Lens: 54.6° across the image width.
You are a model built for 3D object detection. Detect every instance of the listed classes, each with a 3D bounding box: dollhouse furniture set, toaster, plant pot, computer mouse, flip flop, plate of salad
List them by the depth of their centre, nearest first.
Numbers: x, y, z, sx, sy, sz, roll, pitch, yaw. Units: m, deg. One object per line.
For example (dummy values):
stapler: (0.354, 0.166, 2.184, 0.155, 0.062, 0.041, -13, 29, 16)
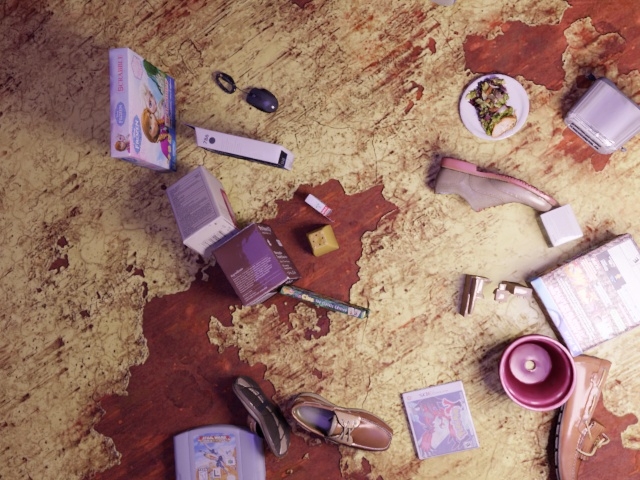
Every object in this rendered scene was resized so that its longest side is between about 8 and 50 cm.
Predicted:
plant pot: (0.593, 0.355, 1.727, 0.201, 0.180, 0.201, 0, 88, 11)
toaster: (0.793, -0.350, 1.741, 0.227, 0.129, 0.146, 44, 99, 9)
dollhouse furniture set: (0.502, 0.177, 1.787, 0.151, 0.144, 0.123, 9, 95, -3)
plate of salad: (0.516, -0.399, 1.841, 0.200, 0.048, 0.200, 0, 88, 12)
plant pot: (0.000, 0.000, 1.914, 0.081, 0.083, 0.081, -22, 84, 10)
flip flop: (-0.192, 0.550, 1.928, 0.080, 0.112, 0.277, -43, 79, 25)
computer mouse: (-0.241, -0.483, 2.005, 0.242, 0.041, 0.071, 28, 94, 12)

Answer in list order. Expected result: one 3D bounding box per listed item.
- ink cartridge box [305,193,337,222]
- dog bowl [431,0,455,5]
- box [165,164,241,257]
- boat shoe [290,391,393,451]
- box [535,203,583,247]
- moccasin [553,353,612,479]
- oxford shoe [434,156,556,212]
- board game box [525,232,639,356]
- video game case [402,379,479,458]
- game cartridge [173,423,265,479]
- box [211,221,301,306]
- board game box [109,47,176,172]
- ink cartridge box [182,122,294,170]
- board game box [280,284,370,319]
ink cartridge box: (0.010, -0.099, 1.926, 0.115, 0.063, 0.029, 37, 97, 10)
dog bowl: (0.309, -0.802, 1.789, 0.265, 0.265, 0.104, 36, 97, 11)
box: (-0.364, -0.090, 1.927, 0.148, 0.127, 0.232, -33, 55, 10)
boat shoe: (0.054, 0.559, 1.862, 0.324, 0.120, 0.122, 15, 91, 12)
box: (0.679, -0.040, 1.765, 0.087, 0.101, 0.102, -22, 83, 10)
moccasin: (0.735, 0.511, 1.724, 0.147, 0.139, 0.380, 10, 81, 21)
oxford shoe: (0.501, -0.134, 1.805, 0.348, 0.123, 0.130, 22, 96, 22)
board game box: (0.763, 0.148, 1.720, 0.291, 0.141, 0.232, -28, 83, 9)
video game case: (0.358, 0.535, 1.850, 0.183, 0.023, 0.201, -16, 85, 11)
game cartridge: (-0.325, 0.688, 1.972, 0.297, 0.062, 0.198, -6, 91, 12)
box: (-0.193, 0.075, 1.908, 0.167, 0.168, 0.203, -33, 82, 9)
board game box: (-0.544, -0.389, 1.924, 0.066, 0.318, 0.318, -3, 88, 11)
ink cartridge box: (-0.259, -0.291, 1.938, 0.333, 0.165, 0.065, 15, 92, 13)
board game box: (0.018, 0.185, 1.877, 0.260, 0.136, 0.030, 16, 88, 11)
